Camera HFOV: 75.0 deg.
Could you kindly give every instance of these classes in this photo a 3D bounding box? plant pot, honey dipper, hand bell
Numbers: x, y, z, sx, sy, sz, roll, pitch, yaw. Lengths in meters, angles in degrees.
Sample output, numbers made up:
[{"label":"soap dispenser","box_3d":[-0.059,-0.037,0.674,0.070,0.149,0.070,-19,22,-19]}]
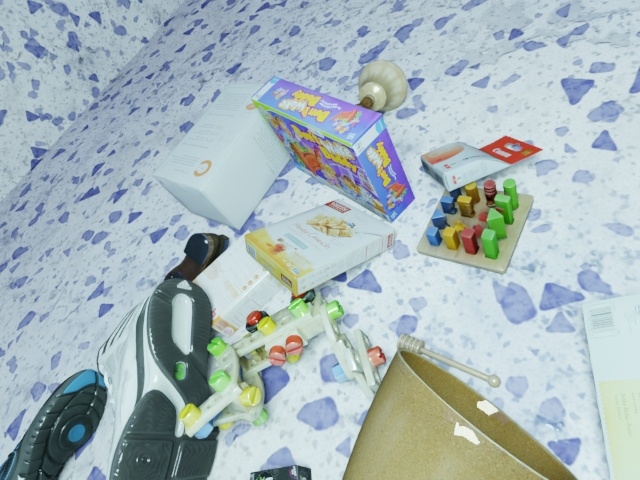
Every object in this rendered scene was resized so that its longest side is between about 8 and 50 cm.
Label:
[{"label":"plant pot","box_3d":[0.120,0.302,0.487,0.237,0.237,0.254,35,92,42]},{"label":"honey dipper","box_3d":[0.196,0.185,0.645,0.160,0.030,0.030,16,66,34]},{"label":"hand bell","box_3d":[0.103,-0.307,0.941,0.126,0.126,0.242,1,37,30]}]

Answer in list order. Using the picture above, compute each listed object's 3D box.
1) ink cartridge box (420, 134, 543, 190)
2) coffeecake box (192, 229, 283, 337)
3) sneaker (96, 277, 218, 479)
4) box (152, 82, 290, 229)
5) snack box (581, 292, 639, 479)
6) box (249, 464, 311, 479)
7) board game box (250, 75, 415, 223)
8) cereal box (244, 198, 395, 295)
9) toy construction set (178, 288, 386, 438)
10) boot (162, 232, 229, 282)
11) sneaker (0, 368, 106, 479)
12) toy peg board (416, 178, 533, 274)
[{"label":"ink cartridge box","box_3d":[0.297,-0.165,0.792,0.179,0.045,0.145,-26,24,7]},{"label":"coffeecake box","box_3d":[-0.176,0.089,0.897,0.185,0.068,0.142,-43,48,-5]},{"label":"sneaker","box_3d":[-0.328,0.317,0.794,0.257,0.169,0.447,-27,54,42]},{"label":"box","box_3d":[-0.226,-0.230,1.094,0.215,0.168,0.345,18,67,37]},{"label":"snack box","box_3d":[0.411,0.203,0.442,0.187,0.060,0.322,-26,42,46]},{"label":"box","box_3d":[-0.059,0.379,0.628,0.083,0.052,0.062,-18,51,16]},{"label":"board game box","box_3d":[0.021,-0.200,0.887,0.078,0.233,0.347,-46,47,-8]},{"label":"cereal box","box_3d":[0.000,0.000,0.804,0.240,0.047,0.173,-25,40,-31]},{"label":"toy construction set","box_3d":[-0.060,0.196,0.697,0.327,0.151,0.215,-17,25,8]},{"label":"boot","box_3d":[-0.290,0.073,0.982,0.082,0.106,0.219,40,108,13]},{"label":"sneaker","box_3d":[-0.571,0.420,0.839,0.139,0.125,0.341,-1,55,35]},{"label":"toy peg board","box_3d":[0.267,-0.045,0.739,0.160,0.079,0.161,15,65,36]}]
